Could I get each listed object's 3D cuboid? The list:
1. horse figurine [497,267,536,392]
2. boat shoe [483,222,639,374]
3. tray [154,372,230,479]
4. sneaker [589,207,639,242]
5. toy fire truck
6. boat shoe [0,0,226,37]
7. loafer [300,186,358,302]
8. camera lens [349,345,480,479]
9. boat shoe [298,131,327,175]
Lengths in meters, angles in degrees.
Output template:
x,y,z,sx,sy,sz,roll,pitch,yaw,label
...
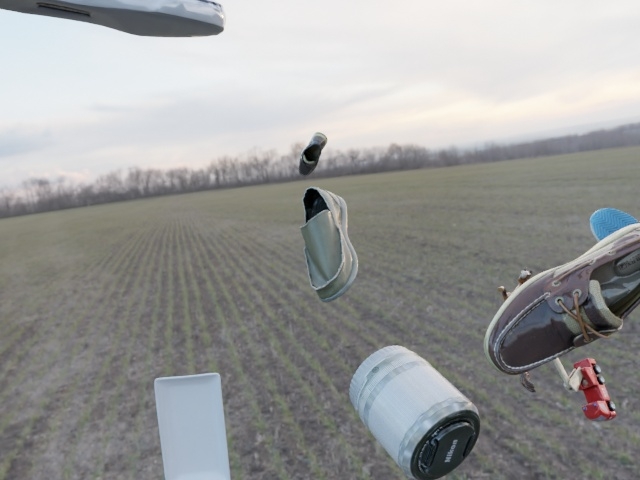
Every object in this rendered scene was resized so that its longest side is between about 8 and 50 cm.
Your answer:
x,y,z,sx,sy,sz,roll,pitch,yaw,label
0.436,0.196,1.386,0.066,0.263,0.174,-6,-4,26,horse figurine
0.404,0.093,0.956,0.342,0.123,0.123,-34,0,4,boat shoe
-0.285,0.425,1.405,0.145,0.270,0.030,-4,11,-4,tray
0.651,0.022,1.293,0.087,0.228,0.092,-49,-11,0,sneaker
0.585,0.315,1.423,0.135,0.192,0.047,10,-36,-32,toy fire truck
-0.307,-0.384,0.864,0.367,0.156,0.136,3,3,-22,boat shoe
0.000,0.000,1.104,0.094,0.087,0.251,-35,39,24,loafer
0.222,0.407,1.485,0.219,0.219,0.274,-12,32,-28,camera lens
-0.029,-0.220,1.646,0.056,0.152,0.049,30,49,3,boat shoe
